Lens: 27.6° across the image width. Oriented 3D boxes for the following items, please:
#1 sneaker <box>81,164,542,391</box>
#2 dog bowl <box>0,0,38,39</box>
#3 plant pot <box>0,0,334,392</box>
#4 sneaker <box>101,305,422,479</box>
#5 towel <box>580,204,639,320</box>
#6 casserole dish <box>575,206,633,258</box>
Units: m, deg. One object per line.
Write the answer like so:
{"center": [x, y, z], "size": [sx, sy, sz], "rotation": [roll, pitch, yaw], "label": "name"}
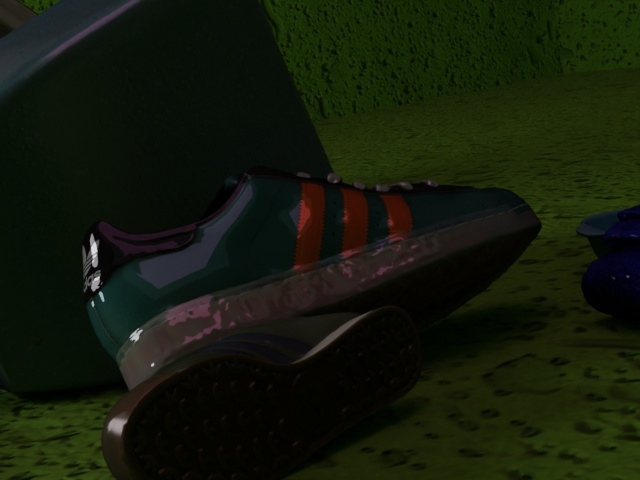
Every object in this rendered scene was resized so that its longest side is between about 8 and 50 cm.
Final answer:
{"center": [0.000, 0.000, 0.789], "size": [0.302, 0.121, 0.108], "rotation": [-16, -27, -33], "label": "sneaker"}
{"center": [-0.413, -0.112, 1.308], "size": [0.408, 0.408, 0.150], "rotation": [-20, -28, -50], "label": "dog bowl"}
{"center": [-0.164, -0.027, 0.901], "size": [0.252, 0.247, 0.248], "rotation": [-34, 19, -25], "label": "plant pot"}
{"center": [-0.041, 0.080, 0.642], "size": [0.192, 0.064, 0.086], "rotation": [-17, 4, -43], "label": "sneaker"}
{"center": [0.318, 0.001, 0.702], "size": [0.228, 0.076, 0.308], "rotation": [-14, 10, -25], "label": "towel"}
{"center": [0.276, -0.007, 0.925], "size": [0.188, 0.037, 0.114], "rotation": [-10, 9, -7], "label": "casserole dish"}
